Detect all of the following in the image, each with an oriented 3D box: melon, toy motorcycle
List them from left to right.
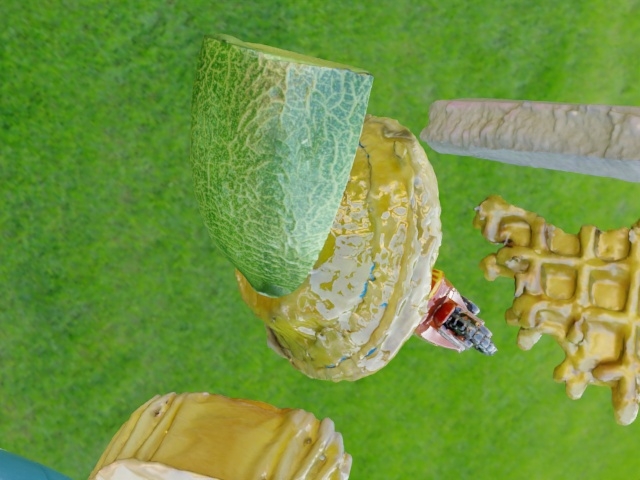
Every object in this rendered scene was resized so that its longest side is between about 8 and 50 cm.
[{"bbox_3d":[-0.050,-0.061,1.159,0.124,0.196,0.323,-43,147,-55],"label":"melon"},{"bbox_3d":[0.146,0.092,1.484,0.171,0.298,0.089,33,85,-14],"label":"toy motorcycle"}]

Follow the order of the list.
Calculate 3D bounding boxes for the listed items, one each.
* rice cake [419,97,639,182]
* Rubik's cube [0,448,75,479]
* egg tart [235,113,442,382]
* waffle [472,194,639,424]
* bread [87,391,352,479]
[{"bbox_3d":[0.164,-0.071,0.712,0.055,0.270,0.049,23,86,-32],"label":"rice cake"},{"bbox_3d":[-0.315,0.224,0.878,0.254,0.254,0.254,-27,136,-29],"label":"Rubik's cube"},{"bbox_3d":[0.000,0.000,1.424,0.169,0.388,0.387,11,112,-35],"label":"egg tart"},{"bbox_3d":[0.290,0.013,0.868,0.293,0.259,0.069,-33,156,4],"label":"waffle"},{"bbox_3d":[-0.081,0.243,0.659,0.119,0.153,0.288,-45,146,-75],"label":"bread"}]
